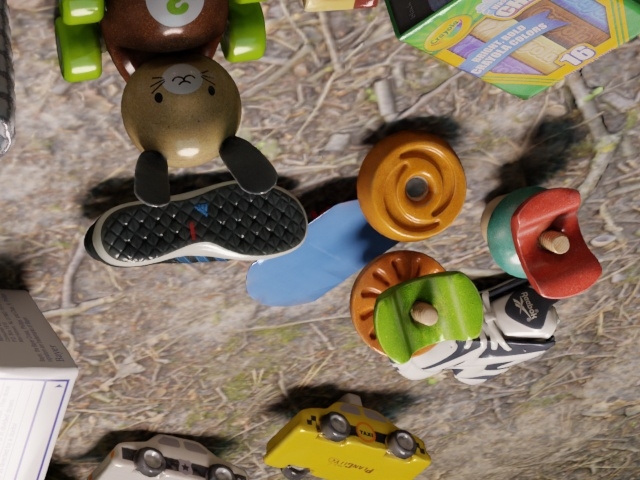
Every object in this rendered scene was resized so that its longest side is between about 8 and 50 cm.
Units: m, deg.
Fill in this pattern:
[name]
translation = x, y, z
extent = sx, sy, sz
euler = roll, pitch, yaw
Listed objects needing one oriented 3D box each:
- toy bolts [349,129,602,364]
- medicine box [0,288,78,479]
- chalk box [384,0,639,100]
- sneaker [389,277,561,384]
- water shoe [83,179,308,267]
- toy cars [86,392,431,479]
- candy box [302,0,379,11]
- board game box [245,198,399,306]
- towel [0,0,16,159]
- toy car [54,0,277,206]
[toy bolts]
translation = 0.125, -0.012, 1.799
extent = 0.228, 0.218, 0.158
euler = -15, -168, -12
[medicine box]
translation = -0.402, 0.182, 1.747
extent = 0.289, 0.149, 0.263
euler = 6, 116, -32
[chalk box]
translation = 0.122, -0.210, 1.382
extent = 0.132, 0.132, 0.213
euler = -30, 150, 29
[sneaker]
translation = 0.168, 0.083, 2.011
extent = 0.153, 0.094, 0.235
euler = -30, 149, 25
[water shoe]
translation = -0.113, -0.015, 1.737
extent = 0.203, 0.073, 0.080
euler = -3, 179, -24
[toy cars]
translation = -0.074, 0.244, 2.219
extent = 0.394, 0.087, 0.176
euler = -11, 141, 2
[candy box]
translation = 0.006, -0.248, 1.189
extent = 0.053, 0.186, 0.109
euler = -5, 153, -11
[board game box]
translation = 0.000, 0.000, 1.833
extent = 0.169, 0.033, 0.133
euler = -36, 151, 16
[towel]
translation = -0.327, -0.110, 1.246
extent = 0.284, 0.235, 0.121
euler = -31, 145, 28
[toy car]
translation = -0.101, -0.112, 1.398
extent = 0.155, 0.188, 0.149
euler = -8, 153, -12
